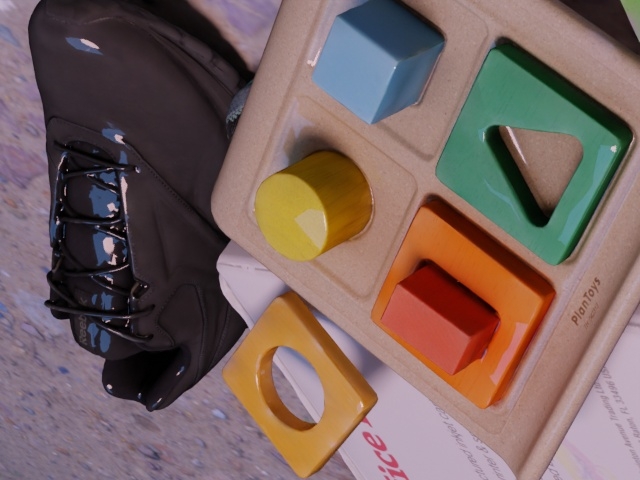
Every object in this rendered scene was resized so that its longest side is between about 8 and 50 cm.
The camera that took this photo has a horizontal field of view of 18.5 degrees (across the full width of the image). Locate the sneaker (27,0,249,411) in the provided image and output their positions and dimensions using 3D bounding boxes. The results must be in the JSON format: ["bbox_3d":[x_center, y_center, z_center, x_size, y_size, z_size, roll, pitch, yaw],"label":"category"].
[{"bbox_3d":[-0.092,-0.011,1.019,0.109,0.130,0.286,20,150,30],"label":"sneaker"}]

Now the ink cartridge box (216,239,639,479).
[{"bbox_3d":[0.138,0.055,0.866,0.306,0.131,0.226,11,144,42],"label":"ink cartridge box"}]

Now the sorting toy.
[{"bbox_3d":[0.036,-0.021,0.746,0.196,0.047,0.347,41,131,24],"label":"sorting toy"}]

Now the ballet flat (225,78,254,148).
[{"bbox_3d":[0.000,0.000,0.993,0.070,0.070,0.188,11,148,38],"label":"ballet flat"}]
